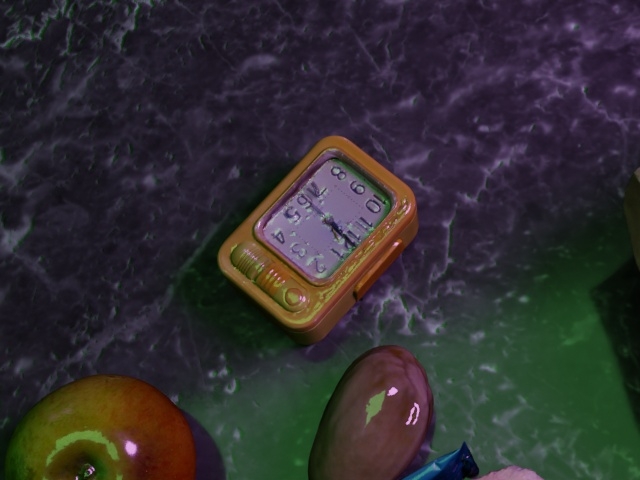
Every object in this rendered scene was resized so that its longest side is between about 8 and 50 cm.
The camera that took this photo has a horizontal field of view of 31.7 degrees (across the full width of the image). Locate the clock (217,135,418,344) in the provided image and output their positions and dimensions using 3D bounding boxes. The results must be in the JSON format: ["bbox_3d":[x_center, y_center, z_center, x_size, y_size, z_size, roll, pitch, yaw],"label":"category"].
[{"bbox_3d":[0.000,0.000,1.231,0.143,0.096,0.202,38,79,21],"label":"clock"}]

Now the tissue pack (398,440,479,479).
[{"bbox_3d":[0.096,0.255,1.134,0.138,0.085,0.028,-33,59,-4],"label":"tissue pack"}]

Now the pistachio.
[{"bbox_3d":[0.047,0.194,1.153,0.126,0.108,0.186,20,81,41],"label":"pistachio"}]

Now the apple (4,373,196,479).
[{"bbox_3d":[-0.223,0.230,1.137,0.195,0.196,0.196,-2,71,7],"label":"apple"}]

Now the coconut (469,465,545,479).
[{"bbox_3d":[0.163,0.360,0.985,0.297,0.297,0.255,27,65,15],"label":"coconut"}]

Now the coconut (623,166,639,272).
[{"bbox_3d":[0.476,0.019,1.029,0.415,0.345,0.415,-1,73,4],"label":"coconut"}]
